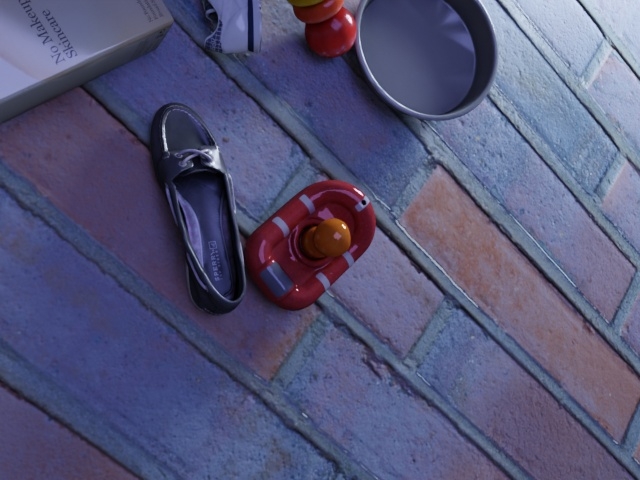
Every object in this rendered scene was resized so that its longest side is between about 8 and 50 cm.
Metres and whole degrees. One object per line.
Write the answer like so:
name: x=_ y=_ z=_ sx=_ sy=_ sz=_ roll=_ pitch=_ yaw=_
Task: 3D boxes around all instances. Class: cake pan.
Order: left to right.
cake pan: x=0.190 y=-0.358 z=1.240 sx=0.294 sy=0.054 sz=0.292 roll=2 pitch=84 yaw=-19

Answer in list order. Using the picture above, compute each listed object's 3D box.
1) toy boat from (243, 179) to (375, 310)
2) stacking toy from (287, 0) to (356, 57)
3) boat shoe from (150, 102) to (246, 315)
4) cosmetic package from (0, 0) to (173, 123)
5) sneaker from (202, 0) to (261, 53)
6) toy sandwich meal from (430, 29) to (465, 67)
toy boat: x=0.000 y=0.000 z=1.058 sx=0.231 sy=0.151 sz=0.151 roll=-44 pitch=104 yaw=-25
stacking toy: x=-0.027 y=-0.428 z=1.060 sx=0.141 sy=0.141 sz=0.330 roll=-54 pitch=141 yaw=-23
boat shoe: x=-0.172 y=-0.054 z=1.007 sx=0.112 sy=0.096 sz=0.334 roll=-13 pitch=89 yaw=-28
cosmetic package: x=-0.381 y=-0.290 z=0.923 sx=0.309 sy=0.113 sz=0.160 roll=-38 pitch=101 yaw=-27
sneaker: x=-0.146 y=-0.415 z=1.081 sx=0.095 sy=0.090 sz=0.234 roll=-4 pitch=77 yaw=-4
toy sandwich meal: x=0.247 y=-0.369 z=1.307 sx=0.086 sy=0.029 sz=0.085 roll=2 pitch=83 yaw=-19
